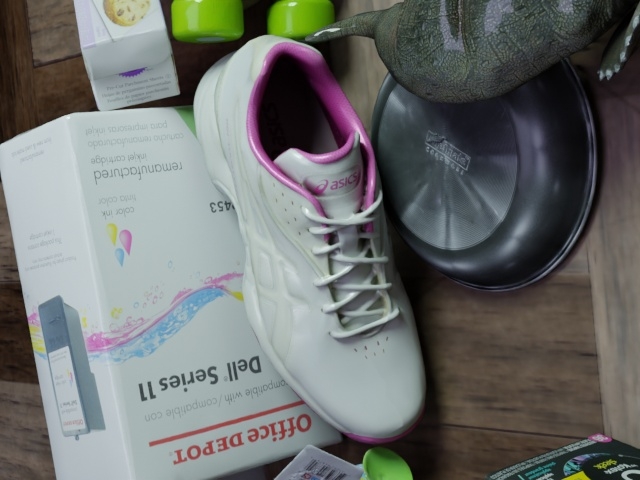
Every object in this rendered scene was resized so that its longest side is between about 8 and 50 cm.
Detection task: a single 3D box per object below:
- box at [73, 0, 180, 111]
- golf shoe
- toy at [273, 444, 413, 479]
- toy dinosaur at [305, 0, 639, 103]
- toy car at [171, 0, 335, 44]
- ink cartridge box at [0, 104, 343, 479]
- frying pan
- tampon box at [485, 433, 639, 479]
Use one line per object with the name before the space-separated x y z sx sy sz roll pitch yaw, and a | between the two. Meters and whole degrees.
box | -0.170 -0.228 1.017 0.063 0.067 0.324 83 173 -45
golf shoe | 0.000 0.000 0.888 0.306 0.115 0.140 67 162 1
toy | -0.005 0.227 0.991 0.237 0.137 0.056 -49 21 43
toy dinosaur | 0.102 -0.146 0.741 0.313 0.121 0.160 -11 72 29
toy car | -0.085 -0.221 0.978 0.188 0.149 0.155 0 93 60
ink cartridge box | -0.107 0.079 0.987 0.119 0.207 0.353 -11 89 49
frying pan | 0.130 -0.099 0.824 0.197 0.053 0.326 58 136 23
tampon box | 0.190 0.195 0.746 0.161 0.120 0.101 15 108 45
